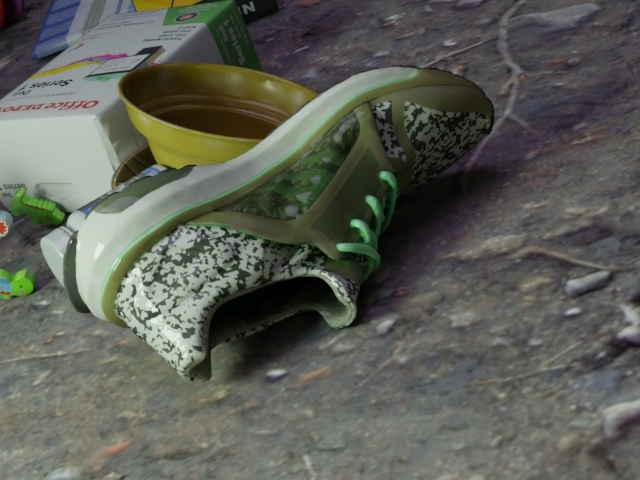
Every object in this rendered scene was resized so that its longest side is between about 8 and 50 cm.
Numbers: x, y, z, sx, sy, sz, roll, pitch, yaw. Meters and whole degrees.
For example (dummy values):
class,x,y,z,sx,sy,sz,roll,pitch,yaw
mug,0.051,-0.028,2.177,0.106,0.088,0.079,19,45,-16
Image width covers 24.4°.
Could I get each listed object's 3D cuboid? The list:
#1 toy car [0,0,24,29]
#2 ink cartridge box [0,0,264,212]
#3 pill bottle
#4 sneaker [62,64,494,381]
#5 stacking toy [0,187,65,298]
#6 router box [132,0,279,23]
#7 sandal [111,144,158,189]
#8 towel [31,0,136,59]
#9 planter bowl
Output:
class,x,y,z,sx,sy,sz,roll,pitch,yaw
toy car,-0.537,-0.388,2.334,0.136,0.159,0.182,24,38,7
ink cartridge box,-0.224,-0.152,1.661,0.201,0.117,0.278,0,33,35
pill bottle,-0.192,-0.008,1.409,0.137,0.078,0.078,-33,29,-24
sneaker,0.000,0.000,1.248,0.410,0.158,0.182,-29,58,-20
stacking toy,-0.373,-0.033,1.490,0.221,0.052,0.167,22,29,-10
router box,-0.158,-0.323,1.995,0.178,0.046,0.133,-23,38,-4
sandal,-0.155,-0.080,1.537,0.049,0.072,0.180,-18,20,43
towel,-0.278,-0.349,2.173,0.285,0.034,0.209,-18,28,10
planter bowl,-0.098,-0.100,1.465,0.217,0.090,0.217,9,23,-4
